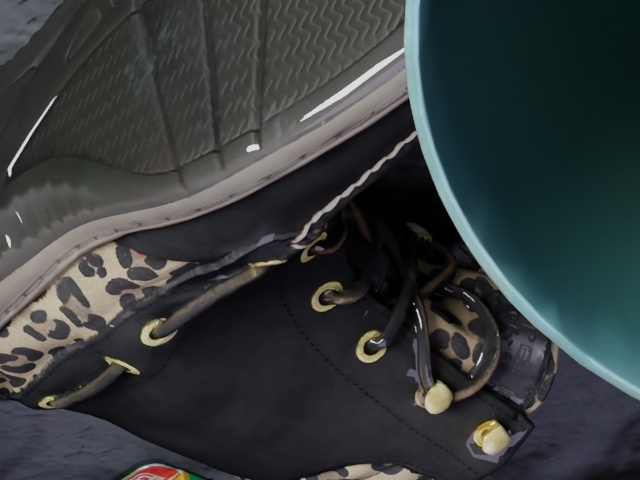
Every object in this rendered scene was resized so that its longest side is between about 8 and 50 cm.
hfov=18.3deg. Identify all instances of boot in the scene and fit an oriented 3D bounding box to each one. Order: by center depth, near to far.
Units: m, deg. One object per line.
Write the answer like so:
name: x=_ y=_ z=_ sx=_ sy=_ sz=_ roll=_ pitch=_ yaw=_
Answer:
boot: x=0.000 y=0.000 z=0.846 sx=0.377 sy=0.138 sz=0.284 roll=-32 pitch=138 yaw=33

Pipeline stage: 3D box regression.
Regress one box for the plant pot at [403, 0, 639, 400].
plant pot: x=0.187 y=-0.114 z=0.614 sx=0.293 sy=0.235 sz=0.293 roll=6 pitch=128 yaw=8

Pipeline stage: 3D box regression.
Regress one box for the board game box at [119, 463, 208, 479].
board game box: x=-0.051 y=0.207 z=1.212 sx=0.124 sy=0.039 sz=0.259 roll=-34 pitch=136 yaw=28
